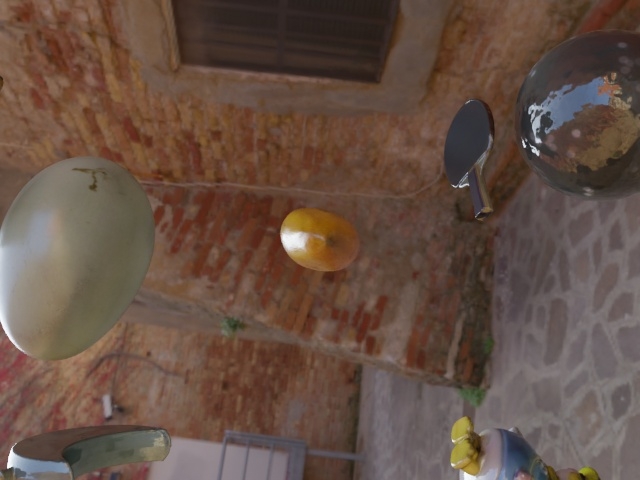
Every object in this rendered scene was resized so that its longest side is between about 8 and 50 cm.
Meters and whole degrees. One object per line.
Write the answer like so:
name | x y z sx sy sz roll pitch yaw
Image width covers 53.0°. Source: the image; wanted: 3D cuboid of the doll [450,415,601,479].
doll | 0.274 0.311 0.821 0.135 0.241 0.099 -102 34 -86

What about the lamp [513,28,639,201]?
lamp | 0.359 -0.132 0.720 0.182 0.313 0.182 -1 89 60

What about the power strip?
power strip | -0.340 0.303 0.888 0.253 0.167 0.054 8 -100 -66

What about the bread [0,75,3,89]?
bread | -0.509 -0.145 0.750 0.239 0.111 0.246 31 -128 -55

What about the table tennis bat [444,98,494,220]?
table tennis bat | 0.168 -0.090 0.714 0.095 0.014 0.158 123 152 -48

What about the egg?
egg | -0.311 0.020 0.812 0.183 0.182 0.264 105 180 -75

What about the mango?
mango | 0.000 0.000 1.147 0.219 0.144 0.112 -160 91 -82
